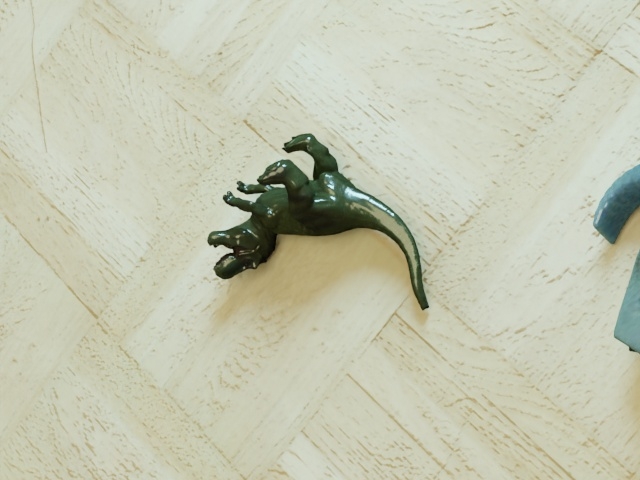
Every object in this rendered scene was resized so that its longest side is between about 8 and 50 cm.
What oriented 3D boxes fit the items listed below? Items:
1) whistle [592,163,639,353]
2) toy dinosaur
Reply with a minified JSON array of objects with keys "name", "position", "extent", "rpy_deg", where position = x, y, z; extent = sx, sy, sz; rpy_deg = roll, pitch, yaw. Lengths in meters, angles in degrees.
[{"name":"whistle","position":[0.301,-0.031,0.968],"extent":[0.180,0.093,0.269],"rpy_deg":[34,99,53]},{"name":"toy dinosaur","position":[0.000,0.000,1.166],"extent":[0.187,0.087,0.179],"rpy_deg":[-27,106,38]}]
